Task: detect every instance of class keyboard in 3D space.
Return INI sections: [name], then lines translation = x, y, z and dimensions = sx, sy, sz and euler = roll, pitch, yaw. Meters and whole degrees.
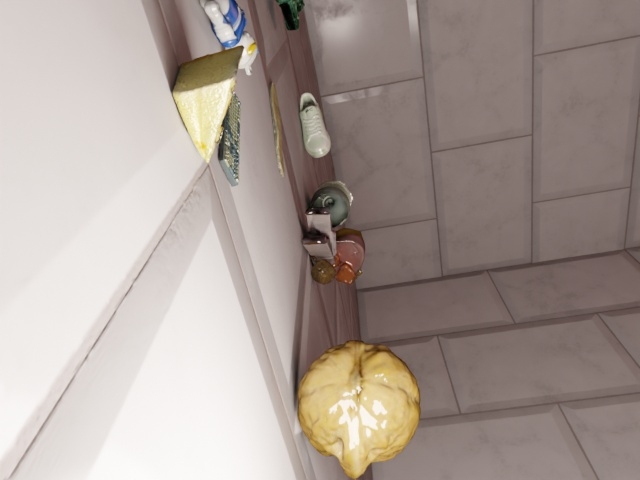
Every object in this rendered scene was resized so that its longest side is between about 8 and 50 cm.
[keyboard]
translation = -0.132, -0.162, 0.733
dimensions = 0.055, 0.014, 0.176
euler = 67, 14, -53

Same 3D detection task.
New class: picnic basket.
[picnic basket]
translation = -0.003, 0.081, 1.417
dimensions = 0.083, 0.072, 0.072
euler = 41, -25, 44

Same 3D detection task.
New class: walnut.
[walnut]
translation = 0.071, 0.308, 0.924
dimensions = 0.257, 0.225, 0.257
euler = -1, 90, -84

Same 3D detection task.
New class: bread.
[bread]
translation = -0.112, -0.147, 0.571
dimensions = 0.084, 0.080, 0.109
euler = -89, 167, -47

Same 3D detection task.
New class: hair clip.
[hair clip]
translation = 0.005, 0.000, 1.439
dimensions = 0.331, 0.085, 0.101
euler = 65, 18, -75

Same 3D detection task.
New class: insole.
[insole]
translation = -0.102, -0.268, 1.194
dimensions = 0.081, 0.011, 0.247
euler = 64, 18, -72

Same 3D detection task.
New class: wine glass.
[wine glass]
translation = 0.037, -0.125, 1.695
dimensions = 0.321, 0.143, 0.143
euler = -64, 144, -79

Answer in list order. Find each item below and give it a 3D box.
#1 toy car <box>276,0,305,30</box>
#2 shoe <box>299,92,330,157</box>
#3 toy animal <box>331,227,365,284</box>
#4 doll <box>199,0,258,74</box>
[toy car]
translation = -0.114, -0.802, 1.487
dimensions = 0.141, 0.097, 0.320
euler = 54, 28, -76
[shoe]
translation = -0.031, -0.411, 1.761
dimensions = 0.110, 0.095, 0.265
euler = 65, 11, -50
[toy animal]
translation = 0.090, 0.038, 1.855
dimensions = 0.195, 0.169, 0.281
euler = 45, 9, -7
[doll]
translation = -0.140, -0.335, 0.723
dimensions = 0.227, 0.057, 0.114
euler = 67, 10, -59
